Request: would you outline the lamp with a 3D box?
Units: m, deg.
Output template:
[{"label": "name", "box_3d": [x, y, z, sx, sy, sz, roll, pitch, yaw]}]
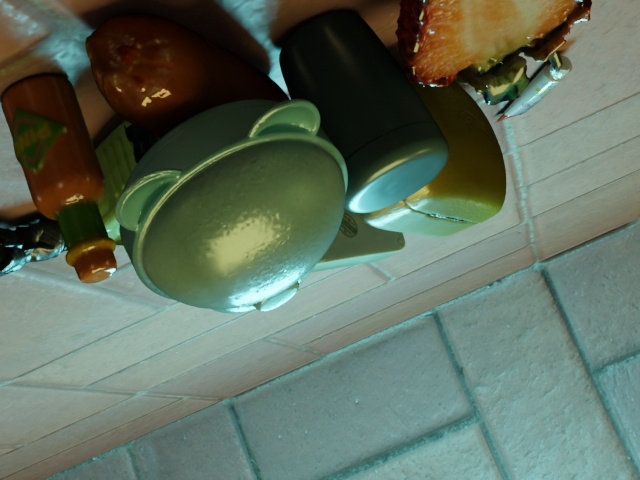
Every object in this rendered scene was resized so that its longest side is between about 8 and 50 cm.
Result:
[{"label": "lamp", "box_3d": [-0.072, -0.017, 0.983, 0.209, 0.147, 0.284, -26, 167, -7]}]

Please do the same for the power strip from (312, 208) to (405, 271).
[{"label": "power strip", "box_3d": [0.000, 0.000, 1.681, 0.385, 0.091, 0.062, -7, 161, -47]}]

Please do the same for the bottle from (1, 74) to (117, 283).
[{"label": "bottle", "box_3d": [-0.222, -0.052, 0.941, 0.069, 0.187, 0.069, -22, 164, -7]}]

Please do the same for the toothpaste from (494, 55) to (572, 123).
[{"label": "toothpaste", "box_3d": [0.299, -0.206, 1.501, 0.048, 0.031, 0.190, -21, 169, -19]}]

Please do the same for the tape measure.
[{"label": "tape measure", "box_3d": [-0.181, -0.056, 1.153, 0.175, 0.106, 0.200, -6, 159, -45]}]

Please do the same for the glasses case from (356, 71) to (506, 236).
[{"label": "glasses case", "box_3d": [0.133, -0.108, 1.306, 0.141, 0.173, 0.371, -26, 168, 19]}]

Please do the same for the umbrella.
[{"label": "umbrella", "box_3d": [-0.347, 0.005, 1.226, 0.224, 0.080, 0.071, -17, 131, -33]}]

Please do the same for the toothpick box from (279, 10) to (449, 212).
[{"label": "toothpick box", "box_3d": [0.037, -0.131, 1.059, 0.120, 0.184, 0.120, -24, 163, -8]}]

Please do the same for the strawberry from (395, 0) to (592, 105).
[{"label": "strawberry", "box_3d": [0.147, -0.237, 1.018, 0.188, 0.106, 0.286, -29, 153, 8]}]

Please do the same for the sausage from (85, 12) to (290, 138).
[{"label": "sausage", "box_3d": [-0.100, -0.133, 1.012, 0.094, 0.097, 0.348, -19, 168, 19]}]
